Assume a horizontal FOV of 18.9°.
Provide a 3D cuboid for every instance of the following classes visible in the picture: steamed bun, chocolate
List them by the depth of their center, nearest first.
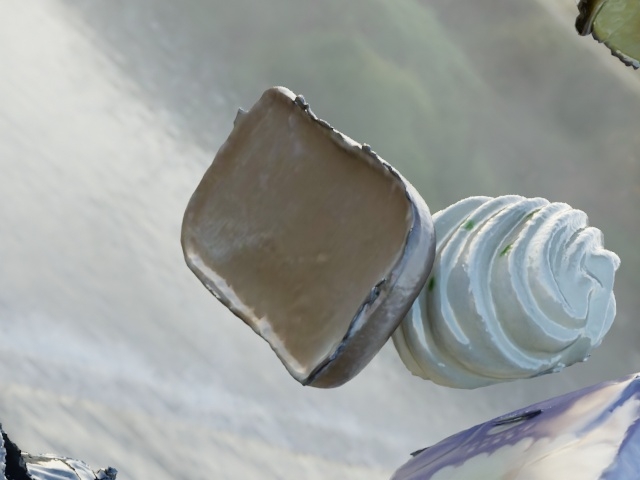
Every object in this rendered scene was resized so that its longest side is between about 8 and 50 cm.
[{"bbox_3d":[0.001,0.001,1.379,0.083,0.161,0.261,29,10,-37],"label":"chocolate"},{"bbox_3d":[0.131,0.027,1.397,0.183,0.183,0.106,-105,179,-67],"label":"steamed bun"}]

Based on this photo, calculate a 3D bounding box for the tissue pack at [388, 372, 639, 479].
[{"bbox_3d":[0.091,0.229,1.134,0.125,0.242,0.343,58,38,-11],"label":"tissue pack"}]

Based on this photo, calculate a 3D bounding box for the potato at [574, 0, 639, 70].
[{"bbox_3d":[0.270,-0.245,1.351,0.285,0.242,0.242,2,35,-30],"label":"potato"}]

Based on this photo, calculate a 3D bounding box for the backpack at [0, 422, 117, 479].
[{"bbox_3d":[-0.333,0.245,1.571,0.363,0.254,0.446,20,-2,-5],"label":"backpack"}]
